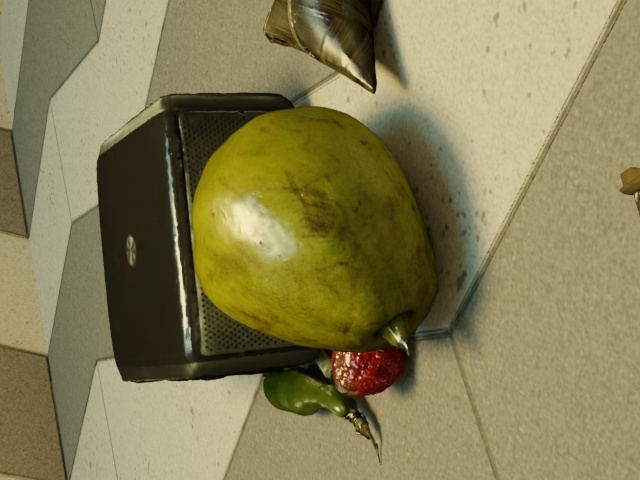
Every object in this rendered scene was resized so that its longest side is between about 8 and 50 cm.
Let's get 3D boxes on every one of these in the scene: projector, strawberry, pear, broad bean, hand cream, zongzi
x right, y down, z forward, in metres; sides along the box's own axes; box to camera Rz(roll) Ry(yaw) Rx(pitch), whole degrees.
[{"bbox_3d":[-0.179,0.012,1.642,0.395,0.242,0.405,-17,78,61],"label":"projector"},{"bbox_3d":[0.054,0.152,1.351,0.106,0.106,0.106,11,102,62],"label":"strawberry"},{"bbox_3d":[0.000,0.000,1.278,0.375,0.287,0.287,49,137,29],"label":"pear"},{"bbox_3d":[-0.017,0.235,1.539,0.318,0.056,0.098,19,124,61],"label":"broad bean"},{"bbox_3d":[0.002,0.171,1.545,0.102,0.022,0.035,-131,42,-57],"label":"hand cream"},{"bbox_3d":[0.036,-0.338,1.345,0.241,0.111,0.248,40,125,46],"label":"zongzi"}]

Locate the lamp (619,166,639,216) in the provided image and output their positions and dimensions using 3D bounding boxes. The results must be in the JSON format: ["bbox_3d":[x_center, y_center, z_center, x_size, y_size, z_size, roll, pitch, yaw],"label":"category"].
[{"bbox_3d":[0.332,0.080,0.820,0.090,0.089,0.325,-40,56,58],"label":"lamp"}]
